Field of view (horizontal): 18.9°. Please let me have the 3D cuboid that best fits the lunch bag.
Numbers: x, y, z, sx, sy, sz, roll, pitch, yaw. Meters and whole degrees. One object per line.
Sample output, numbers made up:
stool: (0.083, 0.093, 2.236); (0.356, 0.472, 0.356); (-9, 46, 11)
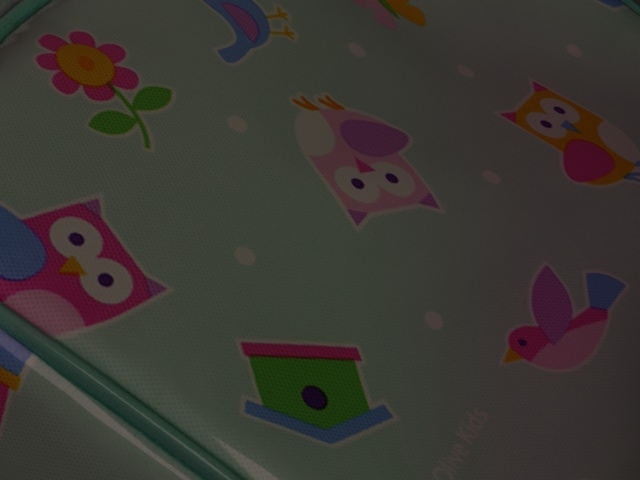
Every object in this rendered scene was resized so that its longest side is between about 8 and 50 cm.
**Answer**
lunch bag: (0.000, 0.000, 0.526); (0.224, 0.108, 0.279); (34, 39, 4)
